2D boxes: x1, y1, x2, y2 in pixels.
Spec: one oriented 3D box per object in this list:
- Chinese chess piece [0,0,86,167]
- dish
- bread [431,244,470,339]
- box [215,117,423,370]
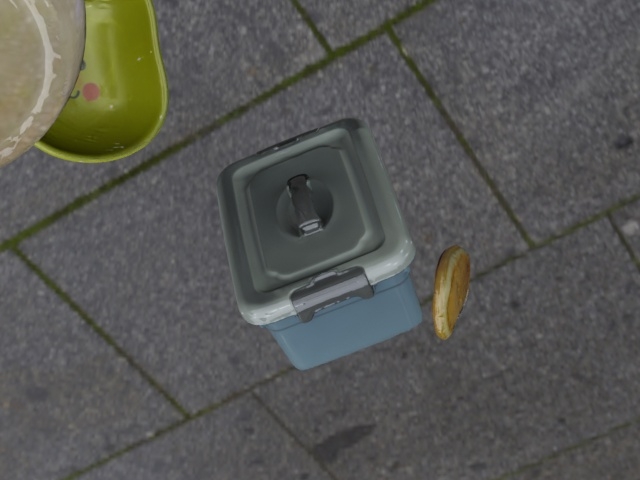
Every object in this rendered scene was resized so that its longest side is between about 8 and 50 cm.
[{"bbox_3d":[-0.372,-0.194,0.969,0.338,0.140,0.338,-9,140,-7],"label":"Chinese chess piece"},{"bbox_3d":[-0.313,-0.227,1.421,0.221,0.108,0.262,-3,92,-36],"label":"dish"},{"bbox_3d":[0.148,0.059,1.285,0.024,0.110,0.110,5,131,20],"label":"bread"},{"bbox_3d":[0.000,0.000,1.047,0.162,0.227,0.130,-22,132,5],"label":"box"}]
